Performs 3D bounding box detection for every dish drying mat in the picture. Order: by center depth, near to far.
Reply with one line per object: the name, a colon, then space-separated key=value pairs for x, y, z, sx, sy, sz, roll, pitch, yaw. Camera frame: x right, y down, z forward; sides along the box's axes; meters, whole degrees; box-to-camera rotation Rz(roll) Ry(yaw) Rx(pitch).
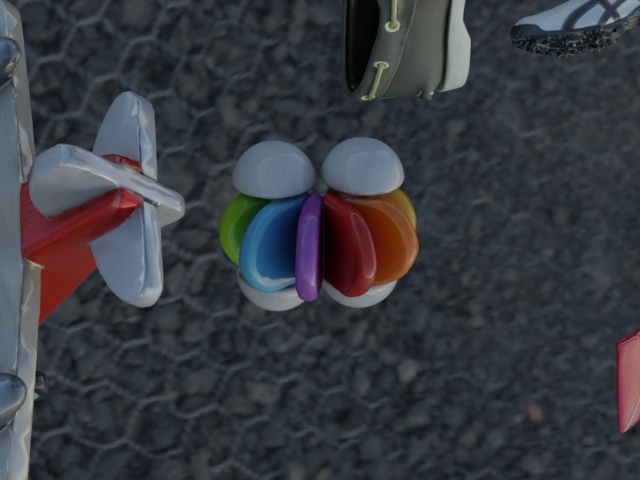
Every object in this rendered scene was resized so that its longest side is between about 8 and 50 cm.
dish drying mat: x=0.251 y=0.115 z=1.381 sx=0.032 sy=0.008 sz=0.083 roll=-26 pitch=123 yaw=-39

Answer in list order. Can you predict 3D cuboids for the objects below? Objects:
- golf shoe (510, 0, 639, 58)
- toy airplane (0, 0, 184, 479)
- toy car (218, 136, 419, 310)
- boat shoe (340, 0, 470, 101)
golf shoe: x=0.272 y=-0.231 z=1.620 sx=0.198 sy=0.077 sz=0.094 roll=-12 pitch=84 yaw=-3
toy airplane: x=-0.300 y=0.007 z=1.465 sx=0.272 sy=0.386 sz=0.384 roll=11 pitch=106 yaw=-30
toy car: x=0.000 y=0.000 z=1.525 sx=0.182 sy=0.136 sz=0.159 roll=-2 pitch=118 yaw=-4
boat shoe: x=0.053 y=-0.210 z=1.225 sx=0.091 sy=0.305 sz=0.109 roll=-17 pitch=54 yaw=-7
